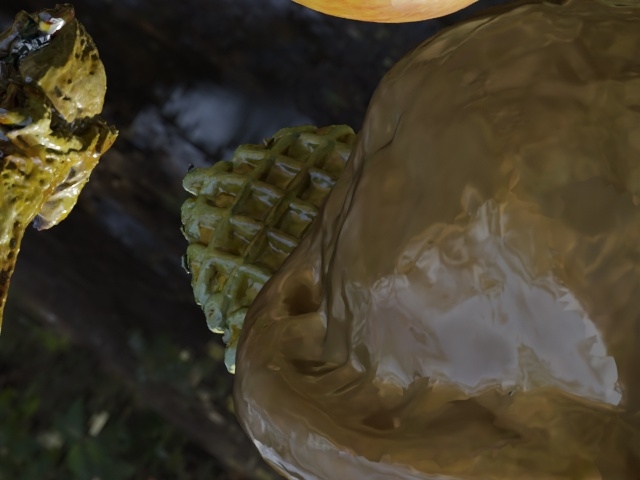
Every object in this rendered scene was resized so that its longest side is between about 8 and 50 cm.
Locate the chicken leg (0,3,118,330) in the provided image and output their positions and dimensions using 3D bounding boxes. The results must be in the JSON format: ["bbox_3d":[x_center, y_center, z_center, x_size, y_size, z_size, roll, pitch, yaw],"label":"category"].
[{"bbox_3d":[-0.299,-0.044,1.807,0.140,0.361,0.211,12,170,16],"label":"chicken leg"}]

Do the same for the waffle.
[{"bbox_3d":[0.000,0.000,1.409,0.054,0.208,0.214,96,159,-53],"label":"waffle"}]

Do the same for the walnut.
[{"bbox_3d":[0.139,0.062,0.966,0.383,0.383,0.383,28,161,11],"label":"walnut"}]

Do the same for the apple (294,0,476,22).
[{"bbox_3d":[0.077,-0.409,1.885,0.333,0.400,0.400,18,156,37],"label":"apple"}]
